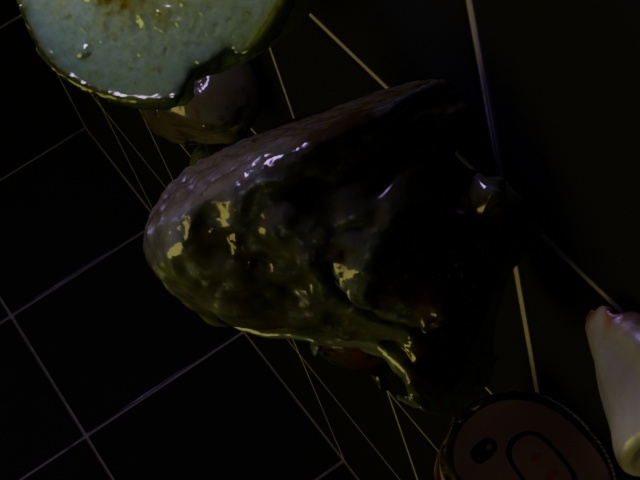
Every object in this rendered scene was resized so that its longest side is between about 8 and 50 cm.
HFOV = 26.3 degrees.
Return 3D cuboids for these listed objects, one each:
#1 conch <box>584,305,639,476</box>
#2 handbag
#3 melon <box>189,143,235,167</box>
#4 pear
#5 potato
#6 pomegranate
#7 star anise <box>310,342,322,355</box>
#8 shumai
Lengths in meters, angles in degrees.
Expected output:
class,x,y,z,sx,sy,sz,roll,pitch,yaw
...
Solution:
class,x,y,z,sx,sy,sz,roll,pitch,yaw
conch,0.272,0.122,1.099,0.104,0.094,0.176,49,-153,-57
handbag,0.212,0.252,1.433,0.205,0.179,0.116,51,161,23
melon,-0.153,-0.094,2.221,0.099,0.099,0.162,43,164,52
pear,-0.112,-0.229,1.287,0.159,0.292,0.292,60,169,-8
potato,-0.174,-0.207,1.865,0.165,0.165,0.262,61,165,-22
pomegranate,0.052,0.067,1.672,0.156,0.156,0.220,44,154,49
star anise,-0.002,0.004,1.557,0.283,0.212,0.129,54,176,23
shumai,0.033,0.032,1.179,0.292,0.330,0.289,-9,105,52
